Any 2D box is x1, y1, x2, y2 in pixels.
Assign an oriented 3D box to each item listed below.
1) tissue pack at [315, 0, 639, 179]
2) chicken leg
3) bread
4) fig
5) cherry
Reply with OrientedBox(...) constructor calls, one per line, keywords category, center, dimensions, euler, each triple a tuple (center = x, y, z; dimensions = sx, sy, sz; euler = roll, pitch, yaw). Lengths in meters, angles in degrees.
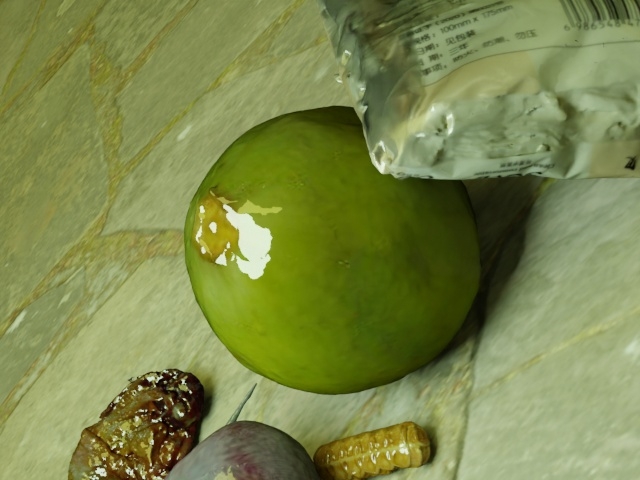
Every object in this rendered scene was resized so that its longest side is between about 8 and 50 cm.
OrientedBox(category="tissue pack", center=(0.202, -0.206, 1.202), dimensions=(0.375, 0.195, 0.390), euler=(-3, 41, -8))
OrientedBox(category="chicken leg", center=(-0.259, 0.313, 1.512), dimensions=(0.322, 0.083, 0.177), euler=(-46, 48, 9))
OrientedBox(category="bread", center=(0.055, 0.239, 1.256), dimensions=(0.157, 0.044, 0.052), euler=(-22, 54, 36))
OrientedBox(category="fig", center=(0.002, 0.012, 1.245), dimensions=(0.343, 0.343, 0.343), euler=(-27, 46, 31))
OrientedBox(category="cherry", center=(-0.087, 0.310, 1.240), dimensions=(0.213, 0.183, 0.266), euler=(-50, 49, 30))
